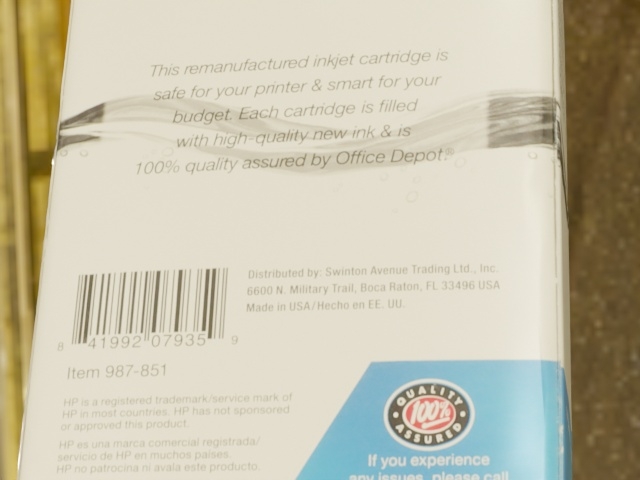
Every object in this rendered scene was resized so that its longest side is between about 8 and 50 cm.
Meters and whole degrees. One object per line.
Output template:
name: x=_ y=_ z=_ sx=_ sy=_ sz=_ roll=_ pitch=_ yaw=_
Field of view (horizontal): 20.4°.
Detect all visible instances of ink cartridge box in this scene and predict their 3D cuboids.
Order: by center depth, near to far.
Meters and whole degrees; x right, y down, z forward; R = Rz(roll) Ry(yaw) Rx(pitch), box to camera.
ink cartridge box: x=0.000 y=0.000 z=0.805 sx=0.129 sy=0.223 sz=0.308 roll=66 pitch=-156 yaw=-63
